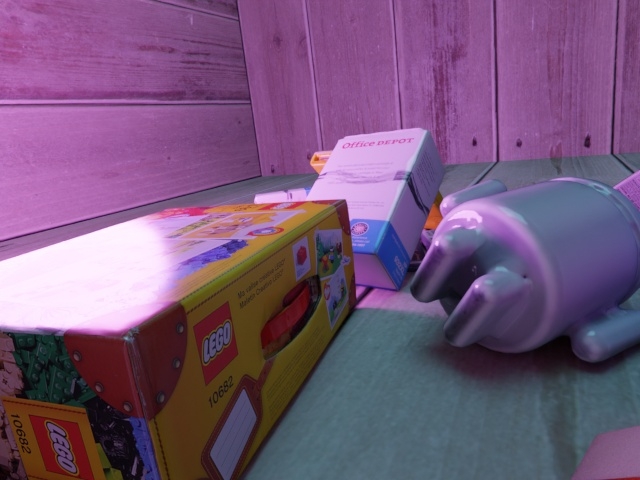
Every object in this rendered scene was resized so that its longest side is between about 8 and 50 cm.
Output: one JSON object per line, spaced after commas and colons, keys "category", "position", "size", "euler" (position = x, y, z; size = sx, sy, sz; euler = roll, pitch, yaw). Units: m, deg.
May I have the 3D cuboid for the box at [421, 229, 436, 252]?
{"category": "box", "position": [0.336, 0.001, 1.021], "size": [0.186, 0.038, 0.145], "euler": [-7, 14, 3]}

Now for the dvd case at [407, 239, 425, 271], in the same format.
{"category": "dvd case", "position": [0.153, 0.033, 1.020], "size": [0.164, 0.018, 0.221], "euler": [-4, 14, 9]}

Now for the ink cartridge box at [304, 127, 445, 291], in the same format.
{"category": "ink cartridge box", "position": [0.094, -0.069, 0.909], "size": [0.223, 0.129, 0.308], "euler": [4, 55, 38]}

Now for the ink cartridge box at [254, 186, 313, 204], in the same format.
{"category": "ink cartridge box", "position": [-0.090, -0.078, 1.321], "size": [0.190, 0.140, 0.082], "euler": [-8, 15, -4]}

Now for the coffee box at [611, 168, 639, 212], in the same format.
{"category": "coffee box", "position": [0.589, -0.081, 0.748], "size": [0.168, 0.119, 0.297], "euler": [-18, -20, -40]}

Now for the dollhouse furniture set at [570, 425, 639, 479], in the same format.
{"category": "dollhouse furniture set", "position": [0.243, 0.130, 0.173], "size": [0.135, 0.262, 0.259], "euler": [-24, -11, -46]}

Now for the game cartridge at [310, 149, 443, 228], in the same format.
{"category": "game cartridge", "position": [0.169, -0.127, 1.179], "size": [0.285, 0.324, 0.053], "euler": [4, 62, 37]}

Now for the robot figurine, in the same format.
{"category": "robot figurine", "position": [0.294, 0.024, 0.607], "size": [0.353, 0.200, 0.300], "euler": [-14, 56, -27]}

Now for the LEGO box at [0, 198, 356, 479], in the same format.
{"category": "LEGO box", "position": [-0.199, 0.090, 0.591], "size": [0.372, 0.193, 0.500], "euler": [-2, 15, 20]}
